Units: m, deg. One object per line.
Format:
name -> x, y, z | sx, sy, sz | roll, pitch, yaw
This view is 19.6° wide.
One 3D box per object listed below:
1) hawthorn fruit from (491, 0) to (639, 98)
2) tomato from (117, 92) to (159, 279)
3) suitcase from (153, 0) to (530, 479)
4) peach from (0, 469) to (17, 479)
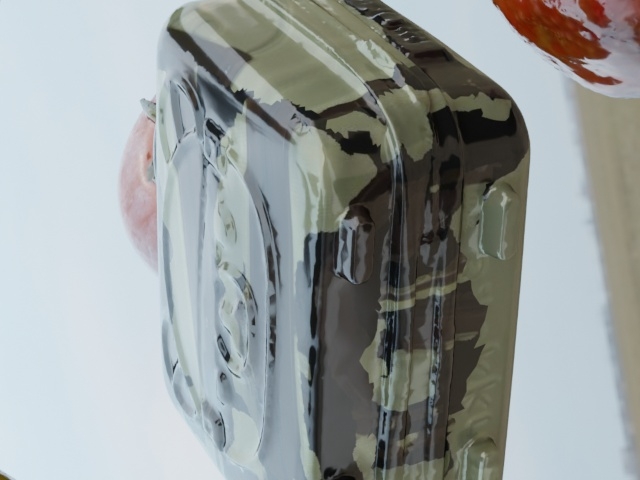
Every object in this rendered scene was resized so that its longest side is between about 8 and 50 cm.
hawthorn fruit -> 0.178, -0.174, 1.008 | 0.253, 0.205, 0.205 | -144, 42, -73
tomato -> -0.060, -0.065, 1.805 | 0.227, 0.270, 0.270 | 22, -129, -40
suitcase -> 0.000, 0.000, 1.224 | 0.339, 0.194, 0.351 | 44, 140, 51
peach -> -0.237, 0.280, 0.886 | 0.370, 0.370, 0.370 | -10, -90, -82
